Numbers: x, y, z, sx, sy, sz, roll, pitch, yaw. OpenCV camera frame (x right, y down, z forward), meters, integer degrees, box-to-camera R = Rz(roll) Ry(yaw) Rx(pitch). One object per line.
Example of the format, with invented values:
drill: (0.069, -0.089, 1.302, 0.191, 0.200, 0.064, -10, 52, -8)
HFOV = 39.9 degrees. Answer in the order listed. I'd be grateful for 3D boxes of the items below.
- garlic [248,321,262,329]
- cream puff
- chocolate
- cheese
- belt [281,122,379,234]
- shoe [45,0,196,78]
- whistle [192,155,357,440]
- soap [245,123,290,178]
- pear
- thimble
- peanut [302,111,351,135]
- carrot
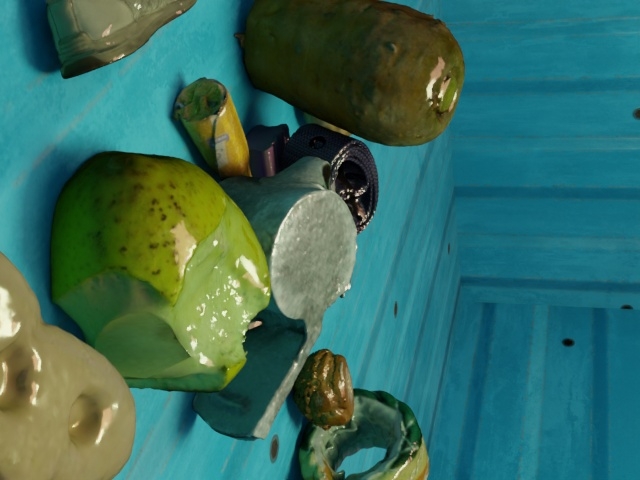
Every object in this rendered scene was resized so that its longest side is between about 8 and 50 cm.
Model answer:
garlic: (-0.094, 0.147, 1.431, 0.148, 0.128, 0.267, 40, 56, -26)
cream puff: (0.004, 0.295, 1.743, 0.150, 0.115, 0.165, -42, 123, -77)
chocolate: (-0.140, -0.140, 1.284, 0.219, 0.085, 0.086, 66, 30, -59)
cheese: (-0.288, 0.209, 0.719, 0.351, 0.129, 0.328, 68, 26, -50)
belt: (0.011, -0.102, 1.489, 0.140, 0.126, 0.230, -54, 152, -15)
shoe: (-0.216, -0.270, 0.978, 0.275, 0.103, 0.098, -66, 139, -57)
whistle: (-0.073, 0.079, 1.281, 0.188, 0.168, 0.405, -6, 105, -49)
soap: (-0.085, -0.084, 1.489, 0.122, 0.065, 0.203, -62, 150, -57)
pear: (-0.176, 0.007, 1.014, 0.286, 0.176, 0.282, -74, 156, -44)
thimble: (0.082, 0.450, 1.790, 0.288, 0.254, 0.167, -48, 137, -37)
peanut: (0.012, -0.334, 1.676, 0.153, 0.140, 0.325, -94, 170, -53)
carrot: (0.056, -0.286, 1.436, 0.224, 0.340, 0.224, -49, 150, -42)
